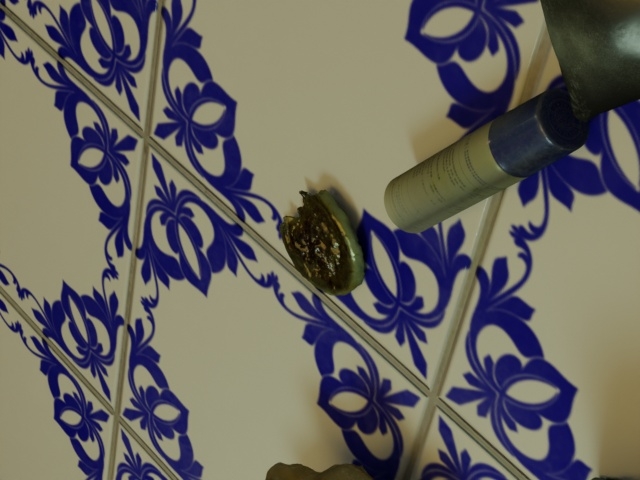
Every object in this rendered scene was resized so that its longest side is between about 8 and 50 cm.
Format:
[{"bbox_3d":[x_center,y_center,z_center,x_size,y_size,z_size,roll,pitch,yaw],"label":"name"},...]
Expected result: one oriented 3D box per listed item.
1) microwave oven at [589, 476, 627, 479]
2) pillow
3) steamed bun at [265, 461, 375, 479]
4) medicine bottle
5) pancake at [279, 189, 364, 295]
[{"bbox_3d":[0.238,0.300,1.231,0.162,0.208,0.122,-3,108,52],"label":"microwave oven"},{"bbox_3d":[0.221,-0.213,1.043,0.186,0.106,0.250,-11,103,47],"label":"pillow"},{"bbox_3d":[0.050,0.358,1.575,0.295,0.137,0.292,15,123,54],"label":"steamed bun"},{"bbox_3d":[0.141,-0.066,1.270,0.231,0.059,0.059,-29,87,54],"label":"medicine bottle"},{"bbox_3d":[0.004,0.004,1.519,0.116,0.022,0.129,54,148,15],"label":"pancake"}]
